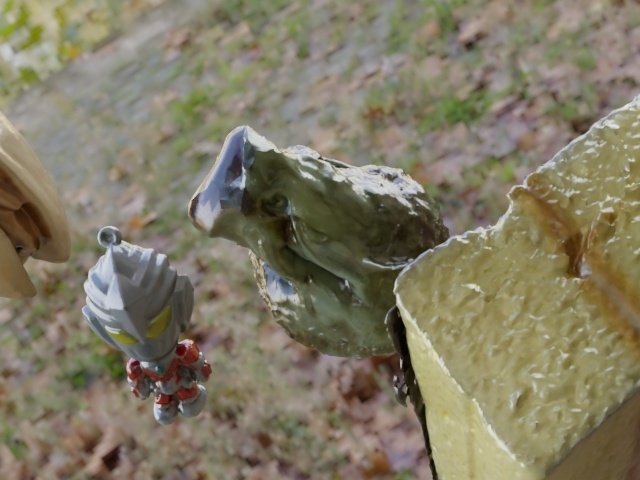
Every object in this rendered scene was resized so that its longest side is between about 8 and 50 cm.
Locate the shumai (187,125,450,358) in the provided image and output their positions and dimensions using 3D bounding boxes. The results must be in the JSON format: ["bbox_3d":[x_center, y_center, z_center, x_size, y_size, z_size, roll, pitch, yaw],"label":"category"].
[{"bbox_3d":[0.000,0.000,1.657,0.271,0.203,0.222,20,85,20],"label":"shumai"}]

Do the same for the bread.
[{"bbox_3d":[0.231,0.143,1.453,0.345,0.405,0.242,-29,55,-24],"label":"bread"}]

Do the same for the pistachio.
[{"bbox_3d":[-0.432,-0.061,1.835,0.193,0.318,0.214,-47,22,-22],"label":"pistachio"}]

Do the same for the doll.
[{"bbox_3d":[-0.140,0.070,1.273,0.094,0.180,0.079,-16,23,9],"label":"doll"}]
